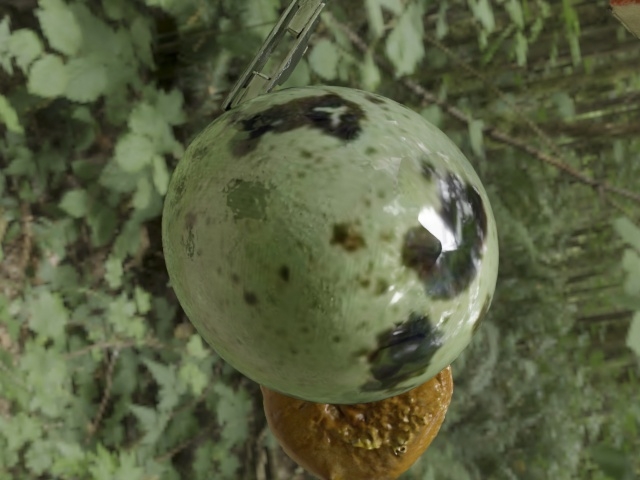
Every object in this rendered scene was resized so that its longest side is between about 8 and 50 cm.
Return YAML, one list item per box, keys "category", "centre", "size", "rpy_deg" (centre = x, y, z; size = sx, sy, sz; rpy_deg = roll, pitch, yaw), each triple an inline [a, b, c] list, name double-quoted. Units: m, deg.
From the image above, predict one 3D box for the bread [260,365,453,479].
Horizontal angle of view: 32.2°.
- category: "bread"
  centre: [0.044, 0.175, 1.406]
  size: [0.146, 0.268, 0.269]
  rpy_deg: [-47, 127, -73]

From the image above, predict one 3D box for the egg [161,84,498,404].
- category: "egg"
  centre: [0.000, 0.000, 1.035]
  size: [0.379, 0.287, 0.288]
  rpy_deg: [20, -55, 65]

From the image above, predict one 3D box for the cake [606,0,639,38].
- category: "cake"
  centre: [0.562, -0.432, 1.657]
  size: [0.158, 0.159, 0.262]
  rpy_deg: [22, 88, -43]

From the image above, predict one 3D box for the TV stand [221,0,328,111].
- category: "TV stand"
  centre: [-0.030, -0.232, 1.253]
  size: [0.249, 0.042, 0.036]
  rpy_deg: [-56, 157, 3]
